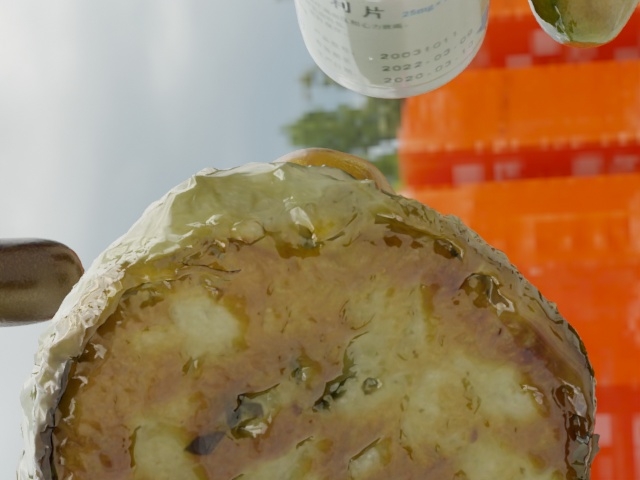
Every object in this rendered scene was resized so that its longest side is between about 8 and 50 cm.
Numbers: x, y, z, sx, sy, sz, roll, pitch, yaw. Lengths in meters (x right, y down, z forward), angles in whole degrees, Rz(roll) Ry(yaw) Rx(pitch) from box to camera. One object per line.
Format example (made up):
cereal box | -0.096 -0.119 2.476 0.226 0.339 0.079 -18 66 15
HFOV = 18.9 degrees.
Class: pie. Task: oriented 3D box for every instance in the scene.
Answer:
pie | -0.011 0.111 0.948 0.092 0.315 0.315 37 139 58

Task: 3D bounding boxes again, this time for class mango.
mango | 0.229 -0.292 1.678 0.176 0.119 0.317 41 -136 -43

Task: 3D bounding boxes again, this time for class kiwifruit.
kiwifruit | -0.242 0.032 1.479 0.075 0.124 0.075 175 90 -70

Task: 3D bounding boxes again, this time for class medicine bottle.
medicine bottle | 0.054 -0.249 1.553 0.293 0.170 0.170 82 -170 -66

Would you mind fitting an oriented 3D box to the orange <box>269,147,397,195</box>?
orange | 0.000 0.000 1.638 0.136 0.159 0.159 -117 17 -67
